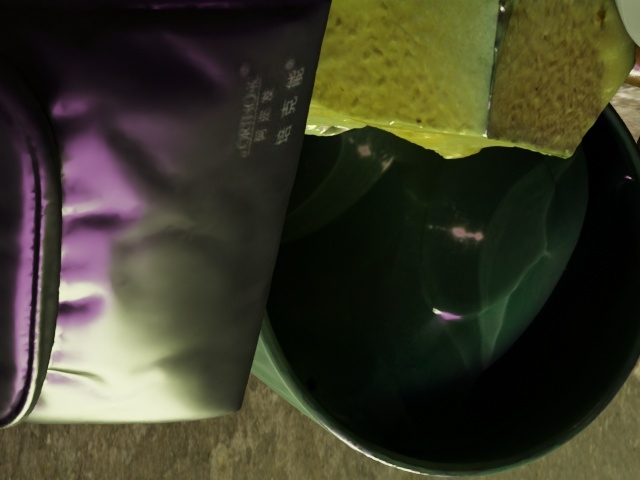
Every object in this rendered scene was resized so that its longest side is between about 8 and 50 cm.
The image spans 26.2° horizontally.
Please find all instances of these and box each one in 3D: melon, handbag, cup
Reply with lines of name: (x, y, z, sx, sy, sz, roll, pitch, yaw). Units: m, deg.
melon: (0.000, -0.112, 0.785, 0.323, 0.124, 0.196, 5, 172, 33)
handbag: (-0.151, -0.032, 0.680, 0.275, 0.178, 0.302, -2, 133, -19)
cup: (0.016, -0.019, 1.100, 0.401, 0.310, 0.392, 39, 169, -14)

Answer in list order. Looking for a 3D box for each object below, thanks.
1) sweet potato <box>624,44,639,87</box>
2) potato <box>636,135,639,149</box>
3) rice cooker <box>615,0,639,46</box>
sweet potato: (0.279, -0.118, 0.958, 0.243, 0.077, 0.077, -1, 175, -11)
potato: (0.374, -0.068, 1.077, 0.251, 0.159, 0.174, 12, -140, 39)
rice cooker: (0.179, -0.134, 0.520, 0.145, 0.127, 0.206, -1, 178, 17)
